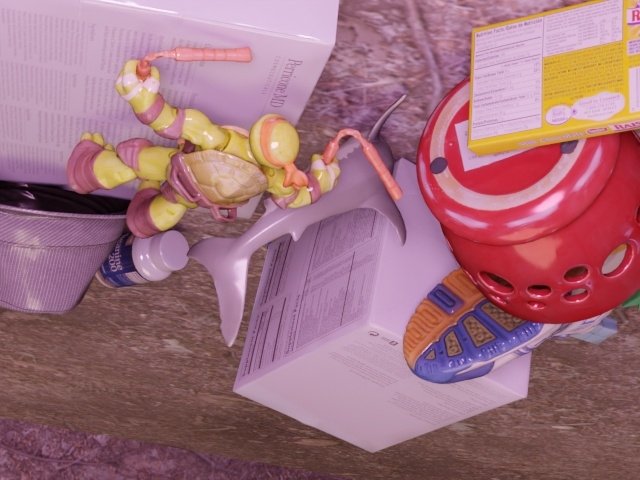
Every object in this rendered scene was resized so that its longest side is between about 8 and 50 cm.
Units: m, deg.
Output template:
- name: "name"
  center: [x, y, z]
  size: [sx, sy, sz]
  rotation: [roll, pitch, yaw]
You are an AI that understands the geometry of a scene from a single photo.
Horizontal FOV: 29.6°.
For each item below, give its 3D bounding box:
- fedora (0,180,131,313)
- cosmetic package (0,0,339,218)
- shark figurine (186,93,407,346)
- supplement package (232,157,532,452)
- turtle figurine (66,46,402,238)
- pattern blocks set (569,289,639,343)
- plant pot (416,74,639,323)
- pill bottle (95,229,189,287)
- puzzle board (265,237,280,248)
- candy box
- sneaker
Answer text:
- name: "fedora"
  center: [-0.292, -0.004, 1.203]
  size: [0.244, 0.124, 0.275]
  rotation: [0, -163, -39]
- name: "cosmetic package"
  center: [-0.160, -0.138, 0.995]
  size: [0.284, 0.097, 0.377]
  rotation: [11, 160, -10]
- name: "shark figurine"
  center: [0.018, -0.024, 1.077]
  size: [0.116, 0.278, 0.166]
  rotation: [52, 136, -1]
- name: "supplement package"
  center: [0.071, 0.080, 1.303]
  size: [0.199, 0.198, 0.263]
  rotation: [27, 146, -24]
- name: "turtle figurine"
  center: [-0.080, -0.053, 0.946]
  size: [0.217, 0.087, 0.269]
  rotation: [-13, 154, 41]
- name: "pattern blocks set"
  center: [0.238, 0.052, 1.438]
  size: [0.325, 0.026, 0.285]
  rotation: [10, 150, -9]
- name: "plant pot"
  center: [0.183, -0.044, 1.019]
  size: [0.191, 0.191, 0.174]
  rotation: [-4, 155, 27]
- name: "pill bottle"
  center: [-0.221, 0.020, 1.496]
  size: [0.120, 0.067, 0.067]
  rotation: [-11, 154, 39]
- name: "puzzle board"
  center: [0.000, 0.000, 1.459]
  size: [0.128, 0.011, 0.096]
  rotation: [8, 161, -5]
- name: "candy box"
  center: [0.206, -0.128, 0.898]
  size: [0.206, 0.105, 0.027]
  rotation: [-7, 156, 34]
- name: "sneaker"
  center: [0.215, 0.062, 1.150]
  size: [0.296, 0.112, 0.131]
  rotation: [-32, 138, -11]
